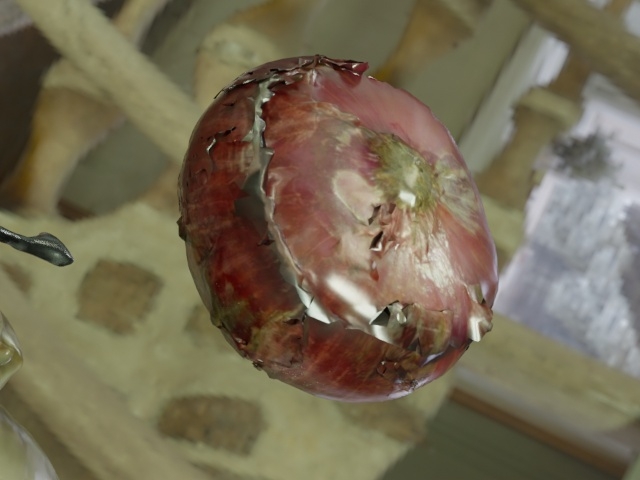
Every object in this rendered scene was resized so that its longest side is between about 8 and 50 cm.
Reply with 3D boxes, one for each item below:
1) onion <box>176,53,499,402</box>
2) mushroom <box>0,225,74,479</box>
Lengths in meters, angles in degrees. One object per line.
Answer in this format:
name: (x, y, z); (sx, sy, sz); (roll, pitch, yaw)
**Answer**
onion: (0.000, 0.000, 0.839); (0.147, 0.184, 0.184); (-29, -162, 50)
mushroom: (-0.265, 0.085, 0.845); (0.294, 0.362, 0.362); (-51, 160, -21)
